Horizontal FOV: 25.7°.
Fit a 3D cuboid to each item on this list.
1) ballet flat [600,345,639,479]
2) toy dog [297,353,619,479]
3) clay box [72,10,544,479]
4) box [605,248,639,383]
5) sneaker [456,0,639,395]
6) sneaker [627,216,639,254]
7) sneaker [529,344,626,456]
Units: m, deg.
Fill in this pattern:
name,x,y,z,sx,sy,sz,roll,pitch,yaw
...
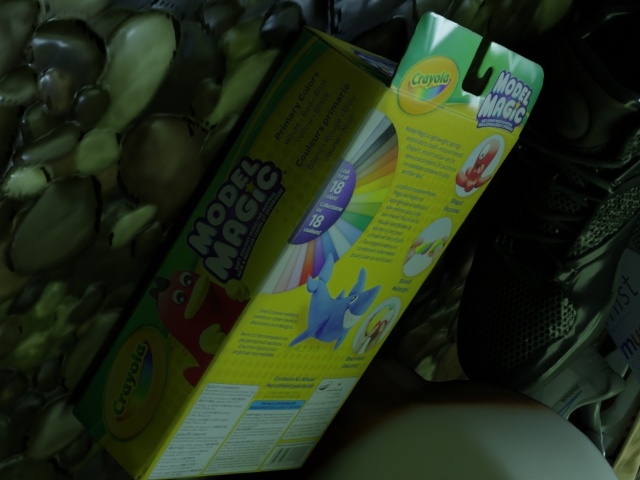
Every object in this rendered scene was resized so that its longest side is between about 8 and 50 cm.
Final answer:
name,x,y,z,sx,sy,sz,roll,pitch,yaw
ballet flat,0.217,0.148,1.094,0.073,0.080,0.232,12,115,-28
toy dog,0.018,0.255,0.755,0.395,0.284,0.408,14,114,-40
clay box,0.000,0.000,0.603,0.222,0.053,0.127,-58,151,12
box,0.353,0.063,0.926,0.262,0.231,0.127,-18,156,-26
sneaker,0.121,-0.026,0.716,0.130,0.087,0.227,16,108,-58
sneaker,0.209,-0.059,0.807,0.065,0.076,0.166,-22,141,-43
sneaker,0.146,0.147,0.960,0.071,0.083,0.191,-19,140,-46
